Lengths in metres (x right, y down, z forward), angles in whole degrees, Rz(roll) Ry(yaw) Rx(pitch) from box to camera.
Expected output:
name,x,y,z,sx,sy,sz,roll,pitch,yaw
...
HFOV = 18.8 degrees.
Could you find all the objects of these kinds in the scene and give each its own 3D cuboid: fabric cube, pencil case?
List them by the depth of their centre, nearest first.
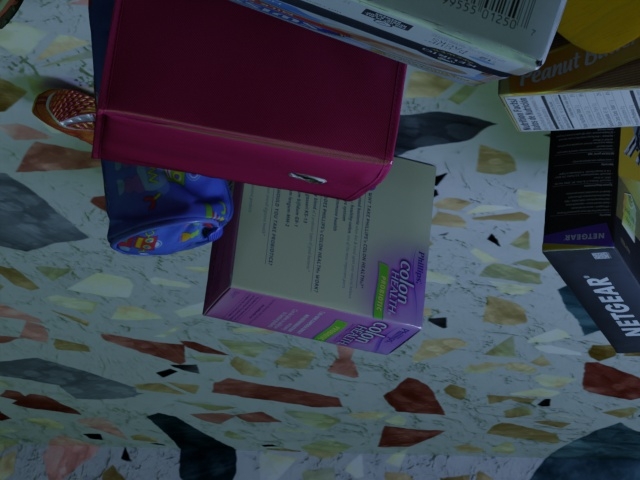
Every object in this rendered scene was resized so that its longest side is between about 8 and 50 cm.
name,x,y,z,sx,sy,sz,roll,pitch,yaw
fabric cube,-0.061,-0.190,1.758,0.258,0.259,0.254,9,173,-7
pencil case,-0.158,-0.138,1.933,0.133,0.306,0.119,-5,170,0

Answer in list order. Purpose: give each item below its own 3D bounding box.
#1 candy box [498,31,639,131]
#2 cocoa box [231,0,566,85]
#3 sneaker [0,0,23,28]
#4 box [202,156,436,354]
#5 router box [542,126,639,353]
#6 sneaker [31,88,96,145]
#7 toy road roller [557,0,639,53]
name,x,y,z,sx,sy,sz,roll,pitch,yaw
candy box,0.329,-0.204,1.773,0.317,0.182,0.087,-2,155,20
cocoa box,0.021,-0.283,1.478,0.347,0.231,0.228,19,177,-8
sneaker,-0.346,-0.276,1.789,0.136,0.116,0.314,33,171,-28
box,0.000,0.000,2.320,0.243,0.213,0.117,12,157,-16
router box,0.325,-0.042,2.091,0.081,0.242,0.309,-3,157,23
sneaker,-0.258,-0.138,2.281,0.175,0.064,0.067,29,169,-33
toy road roller,0.356,-0.241,1.532,0.240,0.202,0.329,40,148,-16
